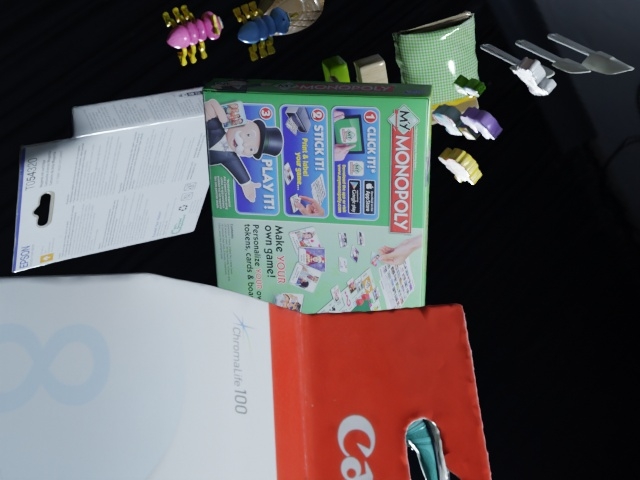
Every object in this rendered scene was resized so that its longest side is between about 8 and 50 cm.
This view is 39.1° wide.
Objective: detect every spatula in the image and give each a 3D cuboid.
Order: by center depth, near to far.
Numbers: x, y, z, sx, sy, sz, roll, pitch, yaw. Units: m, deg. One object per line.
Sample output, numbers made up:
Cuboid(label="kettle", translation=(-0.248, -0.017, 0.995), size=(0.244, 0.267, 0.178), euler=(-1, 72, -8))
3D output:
Cuboid(label="spatula", translation=(0.360, -0.287, 1.413), size=(0.242, 0.168, 0.019), euler=(-118, 19, -64))

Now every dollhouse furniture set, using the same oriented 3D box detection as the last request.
Cuboid(label="dollhouse furniture set", translation=(0.177, -0.267, 1.655), size=(0.151, 0.301, 0.198), euler=(-116, 10, -49))

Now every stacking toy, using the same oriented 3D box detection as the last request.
Cuboid(label="stacking toy", translation=(0.185, -0.157, 1.174), size=(0.052, 0.167, 0.221), euler=(44, 171, -21))

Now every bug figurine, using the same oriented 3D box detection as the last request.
Cuboid(label="bug figurine", translation=(-0.165, -0.393, 1.367), size=(0.279, 0.216, 0.072), euler=(65, 164, -16))

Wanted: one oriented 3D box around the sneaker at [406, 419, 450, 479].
Cuboid(label="sneaker", translation=(0.129, 0.275, 1.441), size=(0.107, 0.110, 0.275), euler=(25, -140, -85))

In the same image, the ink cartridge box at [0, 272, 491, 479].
Cuboid(label="ink cartridge box", translation=(-0.065, 0.173, 0.601), size=(0.091, 0.384, 0.308), euler=(96, 171, -62))

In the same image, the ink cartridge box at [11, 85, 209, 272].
Cuboid(label="ink cartridge box", translation=(-0.326, -0.096, 1.427), size=(0.071, 0.330, 0.324), euler=(62, 147, 25))

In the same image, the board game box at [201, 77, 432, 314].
Cuboid(label="board game box", translation=(0.000, 0.000, 0.902), size=(0.213, 0.046, 0.317), euler=(3, 116, 8))

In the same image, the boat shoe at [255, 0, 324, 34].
Cuboid(label="boat shoe", translation=(-0.049, -0.504, 1.727), size=(0.341, 0.121, 0.110), euler=(140, 123, -65))
